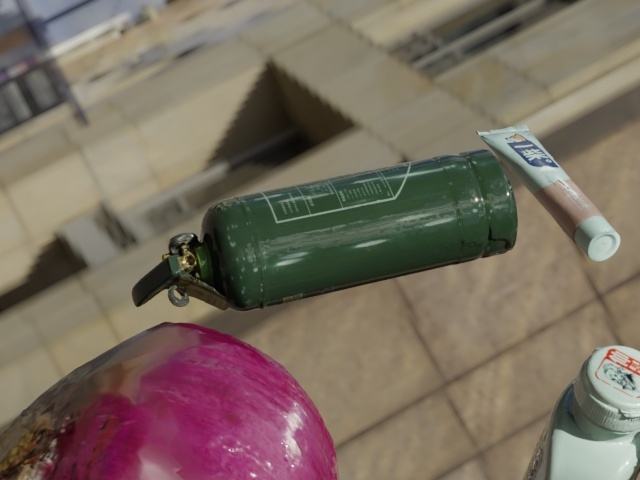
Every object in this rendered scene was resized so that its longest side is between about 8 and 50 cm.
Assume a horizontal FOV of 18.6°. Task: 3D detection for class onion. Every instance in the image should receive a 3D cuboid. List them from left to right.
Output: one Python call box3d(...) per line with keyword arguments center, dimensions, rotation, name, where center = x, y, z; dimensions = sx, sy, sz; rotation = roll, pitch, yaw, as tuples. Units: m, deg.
box3d(center=(-0.095, 0.261, 1.488), dimensions=(0.385, 0.348, 0.348), rotation=(39, -6, -20), name="onion")

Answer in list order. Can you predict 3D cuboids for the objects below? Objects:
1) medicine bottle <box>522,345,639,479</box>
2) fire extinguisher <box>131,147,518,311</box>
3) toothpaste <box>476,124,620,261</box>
box3d(center=(0.208, 0.180, 1.548), dimensions=(0.083, 0.121, 0.229), rotation=(25, -45, 9), name="medicine bottle")
box3d(center=(0.000, 0.000, 1.617), dimensions=(0.114, 0.311, 0.095), rotation=(119, -43, -67), name="fire extinguisher")
box3d(center=(0.213, -0.051, 1.819), dimensions=(0.205, 0.056, 0.036), rotation=(-124, -143, -48), name="toothpaste")
